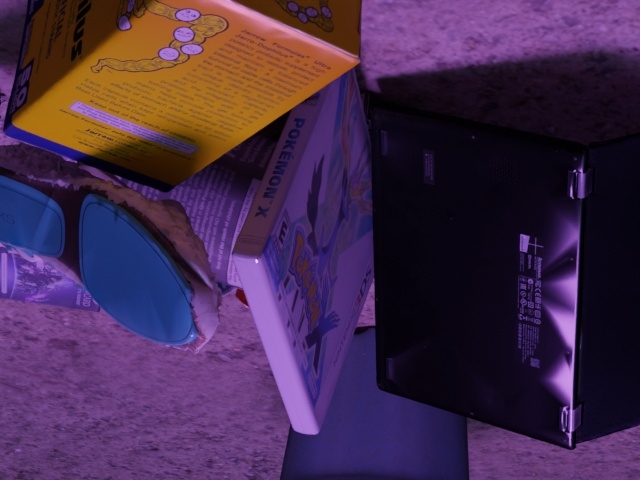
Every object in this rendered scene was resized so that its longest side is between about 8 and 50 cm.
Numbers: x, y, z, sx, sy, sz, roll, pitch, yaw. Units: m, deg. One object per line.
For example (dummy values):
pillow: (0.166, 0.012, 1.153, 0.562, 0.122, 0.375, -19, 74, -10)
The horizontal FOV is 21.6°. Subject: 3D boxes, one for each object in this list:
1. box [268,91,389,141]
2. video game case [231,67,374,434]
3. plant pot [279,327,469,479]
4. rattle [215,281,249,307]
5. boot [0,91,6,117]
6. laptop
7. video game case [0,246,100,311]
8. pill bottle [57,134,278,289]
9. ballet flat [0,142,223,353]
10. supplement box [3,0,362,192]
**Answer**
box: (0.055, -0.094, 1.991, 0.184, 0.045, 0.191, 23, 149, -36)
video game case: (0.000, 0.000, 1.810, 0.036, 0.300, 0.329, 8, 144, 19)
plant pot: (0.086, 0.331, 2.538, 0.341, 0.334, 0.341, 5, 154, 2)
rattle: (-0.078, 0.019, 2.071, 0.130, 0.199, 0.143, 10, 154, -9)
boot: (-0.437, -0.153, 1.959, 0.121, 0.045, 0.099, 10, 157, -26)
laptop: (0.291, 0.014, 1.923, 0.408, 0.236, 0.382, 14, 122, 28)
video game case: (-0.445, 0.039, 2.387, 0.274, 0.026, 0.196, 8, 154, -7)
pill bottle: (-0.158, -0.057, 1.922, 0.318, 0.176, 0.176, 18, 155, 6)
ballet flat: (-0.217, -0.019, 1.728, 0.409, 0.147, 0.147, 27, 171, 37)
supplement box: (-0.132, -0.216, 1.597, 0.195, 0.194, 0.356, 20, 150, -29)
